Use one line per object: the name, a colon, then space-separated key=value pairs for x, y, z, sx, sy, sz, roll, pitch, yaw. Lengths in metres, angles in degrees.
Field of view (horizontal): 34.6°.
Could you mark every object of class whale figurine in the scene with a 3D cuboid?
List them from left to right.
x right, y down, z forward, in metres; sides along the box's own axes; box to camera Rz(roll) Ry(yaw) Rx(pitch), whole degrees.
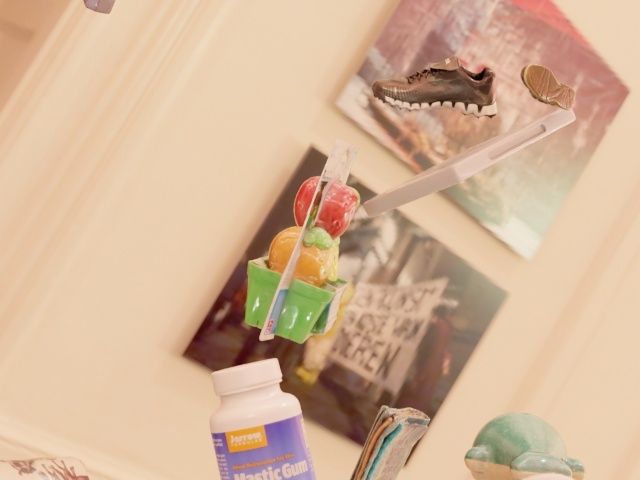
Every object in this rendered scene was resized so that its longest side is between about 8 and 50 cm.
whale figurine: x=0.364 y=0.375 z=1.817 sx=0.216 sy=0.141 sz=0.272 roll=7 pitch=-9 yaw=1

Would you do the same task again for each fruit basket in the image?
fruit basket: x=0.000 y=0.000 z=1.798 sx=0.165 sy=0.353 sz=0.327 roll=26 pitch=5 yaw=7

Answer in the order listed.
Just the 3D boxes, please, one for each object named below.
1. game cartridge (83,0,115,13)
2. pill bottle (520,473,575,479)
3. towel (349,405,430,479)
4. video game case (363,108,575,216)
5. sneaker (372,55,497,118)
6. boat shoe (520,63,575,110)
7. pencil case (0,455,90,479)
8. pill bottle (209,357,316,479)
game cartridge: x=-0.328 y=-0.578 z=1.698 sx=0.068 sy=0.355 sz=0.230 roll=14 pitch=30 yaw=-28
pill bottle: x=0.262 y=0.348 z=1.138 sx=0.117 sy=0.117 sz=0.215 roll=29 pitch=-21 yaw=33
towel: x=0.053 y=0.413 z=1.471 sx=0.040 sy=0.370 sz=0.271 roll=23 pitch=-3 yaw=17
video game case: x=0.275 y=-0.147 z=1.950 sx=0.036 sy=0.300 sz=0.329 roll=64 pitch=-28 yaw=-2
sneaker: x=0.213 y=-0.289 z=1.870 sx=0.234 sy=0.106 sz=0.078 roll=6 pitch=28 yaw=-1
boat shoe: x=0.386 y=-0.264 z=1.787 sx=0.049 sy=0.056 sz=0.152 roll=14 pitch=-7 yaw=45
pencil case: x=-0.479 y=0.377 z=1.322 sx=0.160 sy=0.183 sz=0.410 roll=4 pitch=-5 yaw=38
pill bottle: x=-0.095 y=0.335 z=1.663 sx=0.152 sy=0.272 sz=0.152 roll=-13 pitch=-3 yaw=-1
